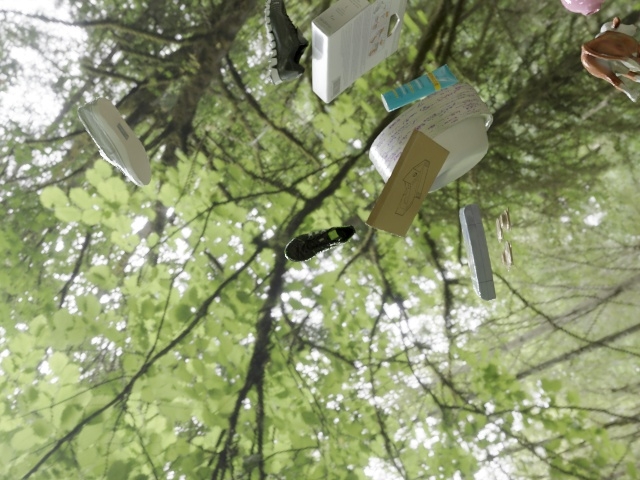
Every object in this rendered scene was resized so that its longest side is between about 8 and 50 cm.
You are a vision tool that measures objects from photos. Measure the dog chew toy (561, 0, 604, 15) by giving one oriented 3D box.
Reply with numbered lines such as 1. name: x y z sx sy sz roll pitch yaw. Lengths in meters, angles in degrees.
1. dog chew toy: 0.687 -0.776 1.744 0.207 0.207 0.331 -18 -89 -55

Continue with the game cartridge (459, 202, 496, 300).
1. game cartridge: 0.485 0.034 1.996 0.198 0.062 0.297 -7 -93 -78

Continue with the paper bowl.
1. paper bowl: 0.265 -0.213 1.474 0.284 0.284 0.148 -14 -111 -54

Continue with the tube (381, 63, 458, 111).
1. tube: 0.274 -0.425 1.799 0.052 0.207 0.080 64 -178 -62

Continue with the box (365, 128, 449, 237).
1. box: 0.174 -0.106 1.267 0.021 0.201 0.164 32 -170 29

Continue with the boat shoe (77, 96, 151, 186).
1. boat shoe: -0.380 -0.174 1.186 0.066 0.063 0.184 -80 -30 -43

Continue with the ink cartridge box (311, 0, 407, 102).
1. ink cartridge box: 0.095 -0.512 1.620 0.066 0.261 0.296 47 167 14

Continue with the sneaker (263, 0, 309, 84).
1. sneaker: -0.081 -0.515 1.621 0.078 0.106 0.234 -6 -88 -75

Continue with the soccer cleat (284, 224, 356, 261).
1. soccer cleat: 0.000 0.000 1.416 0.179 0.072 0.060 -20 -98 -37

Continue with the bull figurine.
1. bull figurine: 0.697 -0.423 1.485 0.188 0.101 0.310 41 -138 16

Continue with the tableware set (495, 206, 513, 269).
1. tableware set: 0.451 0.002 1.565 0.168 0.020 0.141 50 -147 -76
